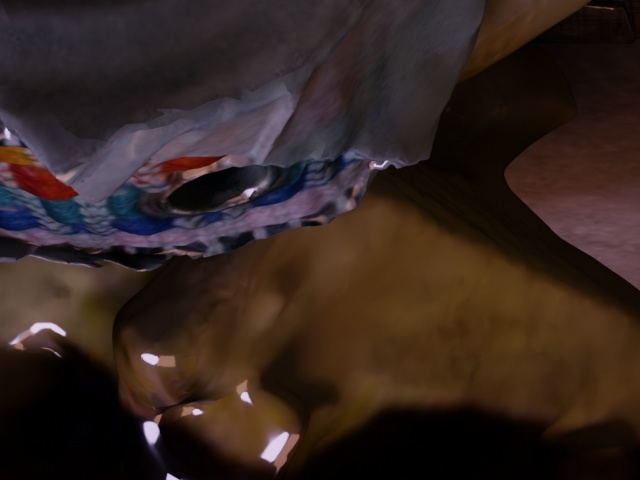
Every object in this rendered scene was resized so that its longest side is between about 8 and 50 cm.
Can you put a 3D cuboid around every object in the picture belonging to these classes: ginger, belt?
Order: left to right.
[{"bbox_3d":[-0.078,-0.103,0.443,0.257,0.207,0.150,12,164,3],"label":"belt"},{"bbox_3d":[0.000,0.000,0.713,0.358,0.211,0.413,-1,179,-23],"label":"ginger"}]

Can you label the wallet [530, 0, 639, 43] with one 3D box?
[{"bbox_3d":[0.089,-0.109,0.634,0.230,0.042,0.124,2,163,14],"label":"wallet"}]
